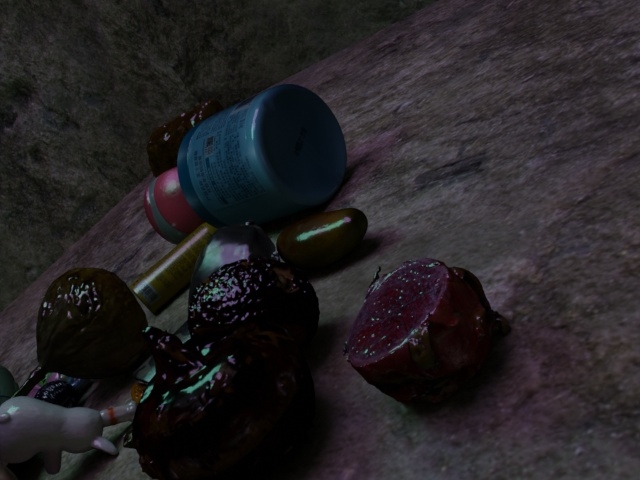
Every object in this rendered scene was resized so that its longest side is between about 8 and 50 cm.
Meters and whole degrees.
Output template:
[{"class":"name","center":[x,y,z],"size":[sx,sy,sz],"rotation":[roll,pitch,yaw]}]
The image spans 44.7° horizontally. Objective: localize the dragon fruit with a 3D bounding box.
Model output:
[{"class":"dragon fruit","center":[0.148,0.129,1.099],"size":[0.211,0.147,0.282],"rotation":[-45,16,5]}]

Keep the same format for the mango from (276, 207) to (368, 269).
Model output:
[{"class":"mango","center":[0.000,0.000,1.656],"size":[0.267,0.111,0.133],"rotation":[-18,12,46]}]

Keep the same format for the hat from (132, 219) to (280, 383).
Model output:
[{"class":"hat","center":[-0.263,0.135,1.696],"size":[0.381,0.257,0.366],"rotation":[-26,10,-30]}]

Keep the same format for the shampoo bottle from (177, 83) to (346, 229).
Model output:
[{"class":"shampoo bottle","center":[-0.154,-0.216,2.082],"size":[0.342,0.331,0.331],"rotation":[-16,29,46]}]

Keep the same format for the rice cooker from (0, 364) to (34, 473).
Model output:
[{"class":"rice cooker","center":[-0.790,0.437,1.754],"size":[0.264,0.317,0.316],"rotation":[-9,1,-34]}]

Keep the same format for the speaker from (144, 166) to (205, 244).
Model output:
[{"class":"speaker","center":[-0.387,-0.115,2.352],"size":[0.294,0.294,0.294],"rotation":[-32,20,13]}]

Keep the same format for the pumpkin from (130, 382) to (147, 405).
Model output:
[{"class":"pumpkin","center":[-0.371,0.329,1.661],"size":[0.083,0.050,0.028],"rotation":[3,8,45]}]

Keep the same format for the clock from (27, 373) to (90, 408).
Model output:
[{"class":"clock","center":[-0.667,0.384,1.963],"size":[0.195,0.100,0.194],"rotation":[-13,30,48]}]

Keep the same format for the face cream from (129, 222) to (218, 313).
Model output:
[{"class":"face cream","center":[-0.370,0.053,2.185],"size":[0.348,0.105,0.105],"rotation":[-43,20,-13]}]

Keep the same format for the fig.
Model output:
[{"class":"fig","center":[-0.588,0.240,1.827],"size":[0.286,0.286,0.369],"rotation":[-17,21,45]}]

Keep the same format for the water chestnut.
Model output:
[{"class":"water chestnut","center":[-0.161,0.234,1.169],"size":[0.300,0.300,0.300],"rotation":[-32,20,13]}]

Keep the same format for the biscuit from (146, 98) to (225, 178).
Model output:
[{"class":"biscuit","center":[-0.387,-0.259,2.580],"size":[0.395,0.343,0.166],"rotation":[-18,30,49]}]

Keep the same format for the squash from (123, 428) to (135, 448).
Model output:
[{"class":"squash","center":[-0.305,0.357,1.440],"size":[0.090,0.075,0.200],"rotation":[-14,2,11]}]

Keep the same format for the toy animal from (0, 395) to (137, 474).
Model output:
[{"class":"toy animal","center":[-0.519,0.394,1.593],"size":[0.138,0.282,0.141],"rotation":[126,148,-44]}]

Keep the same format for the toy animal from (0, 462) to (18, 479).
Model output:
[{"class":"toy animal","center":[-0.759,0.565,1.557],"size":[0.326,0.269,0.237],"rotation":[-5,20,-6]}]

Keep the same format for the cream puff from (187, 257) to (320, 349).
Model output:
[{"class":"cream puff","center":[-0.121,0.125,1.388],"size":[0.239,0.239,0.165],"rotation":[-29,58,21]}]
